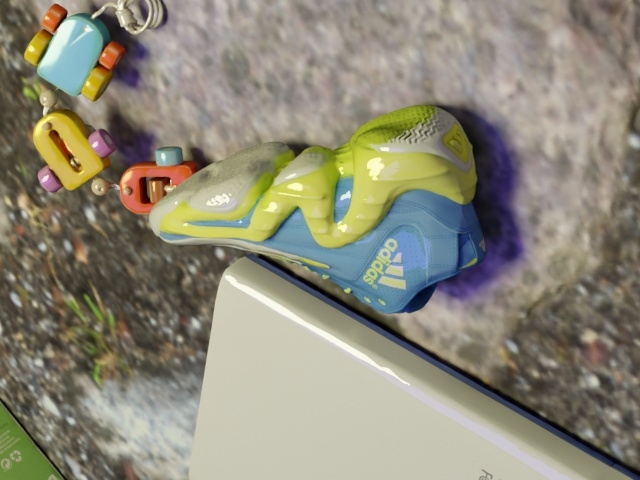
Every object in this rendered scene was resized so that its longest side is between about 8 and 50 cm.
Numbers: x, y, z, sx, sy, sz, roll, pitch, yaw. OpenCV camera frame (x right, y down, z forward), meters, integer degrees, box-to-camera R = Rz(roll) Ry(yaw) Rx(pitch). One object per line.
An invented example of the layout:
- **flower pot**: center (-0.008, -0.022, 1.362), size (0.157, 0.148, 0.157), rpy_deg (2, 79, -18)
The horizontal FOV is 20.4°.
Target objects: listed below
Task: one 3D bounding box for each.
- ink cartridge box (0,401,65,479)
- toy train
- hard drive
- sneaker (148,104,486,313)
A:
- **ink cartridge box**: center (-0.285, 0.203, 1.503), size (0.209, 0.062, 0.109), rpy_deg (50, 136, 2)
- **toy train**: center (-0.135, -0.088, 1.216), size (0.125, 0.046, 0.166), rpy_deg (-6, 104, 13)
- **hard drive**: center (0.056, 0.167, 1.217), size (0.319, 0.040, 0.210), rpy_deg (29, 131, 22)
- **sneaker**: center (0.000, 0.000, 1.119), size (0.240, 0.091, 0.126), rpy_deg (-12, 110, 40)
